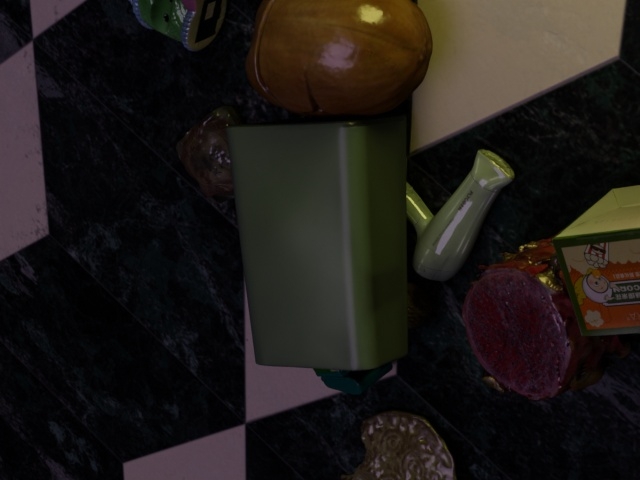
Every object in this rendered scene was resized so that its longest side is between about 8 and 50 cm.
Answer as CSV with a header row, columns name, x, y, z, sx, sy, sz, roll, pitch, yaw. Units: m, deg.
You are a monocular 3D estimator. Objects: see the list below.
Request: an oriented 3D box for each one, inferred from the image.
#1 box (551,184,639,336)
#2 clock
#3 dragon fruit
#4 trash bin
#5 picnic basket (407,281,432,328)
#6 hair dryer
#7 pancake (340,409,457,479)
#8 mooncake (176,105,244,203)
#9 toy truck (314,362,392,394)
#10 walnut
name,x,y,z,sx,sy,sz,roll,pitch,yaw
box,0.421,0.020,1.757,0.195,0.177,0.148,-7,109,40
clock,-0.227,-0.397,2.114,0.195,0.100,0.194,38,133,19
dragon fruit,0.314,0.096,1.920,0.211,0.147,0.282,49,140,24
trash bin,0.000,0.000,2.006,0.223,0.158,0.343,1,96,32
picnic basket,0.120,0.108,2.124,0.072,0.072,0.083,46,124,10
hair dryer,0.142,-0.085,2.022,0.237,0.075,0.206,43,126,23
pancake,0.123,0.379,2.251,0.212,0.029,0.235,40,117,28
mooncake,-0.156,-0.132,2.218,0.125,0.073,0.130,53,132,6
toy truck,0.008,0.114,2.194,0.253,0.114,0.124,54,145,2
walnut,0.011,-0.254,1.928,0.298,0.203,0.203,-1,112,42
